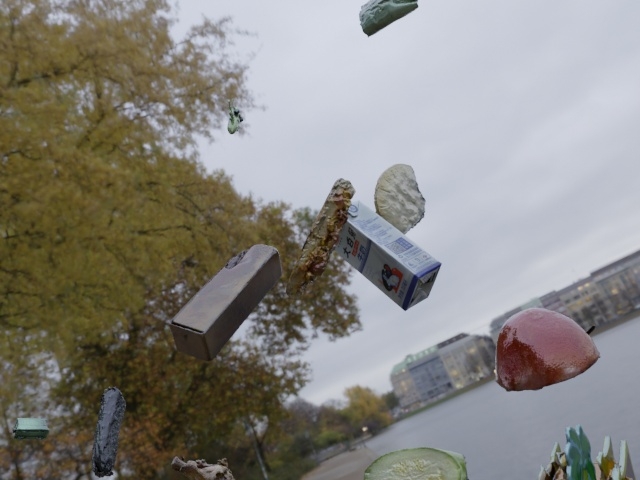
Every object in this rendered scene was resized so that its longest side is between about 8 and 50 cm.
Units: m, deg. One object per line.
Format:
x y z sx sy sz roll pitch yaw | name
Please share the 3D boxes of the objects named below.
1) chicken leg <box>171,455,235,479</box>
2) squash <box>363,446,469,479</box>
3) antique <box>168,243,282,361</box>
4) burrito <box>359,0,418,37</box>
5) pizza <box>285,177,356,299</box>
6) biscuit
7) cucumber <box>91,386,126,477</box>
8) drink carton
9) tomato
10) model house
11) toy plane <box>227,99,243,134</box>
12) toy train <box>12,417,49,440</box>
-0.350 0.701 1.818 0.101 0.207 0.085 -58 10 17 | chicken leg
0.261 0.667 1.670 0.260 0.190 0.189 9 -21 -1 | squash
-0.200 0.126 1.346 0.310 0.093 0.088 -51 -35 -43 | antique
0.114 -0.381 0.975 0.044 0.075 0.118 30 -30 -33 | burrito
0.003 0.001 1.141 0.058 0.247 0.127 24 -20 -1 | pizza
0.235 -0.112 1.745 0.188 0.266 0.040 25 -29 -25 | biscuit
-0.402 0.361 1.134 0.053 0.182 0.053 -4 -49 -5 | cucumber
0.162 0.033 1.604 0.106 0.315 0.131 -22 -41 -38 | drink carton
0.571 0.272 1.608 0.308 0.170 0.309 -20 -3 -1 | tomato
0.447 0.478 1.088 0.242 0.313 0.358 -19 -50 34 | model house
-0.234 -0.330 1.641 0.040 0.111 0.102 -13 -38 8 | toy plane
-0.791 0.513 1.643 0.093 0.056 0.038 14 -68 -37 | toy train
